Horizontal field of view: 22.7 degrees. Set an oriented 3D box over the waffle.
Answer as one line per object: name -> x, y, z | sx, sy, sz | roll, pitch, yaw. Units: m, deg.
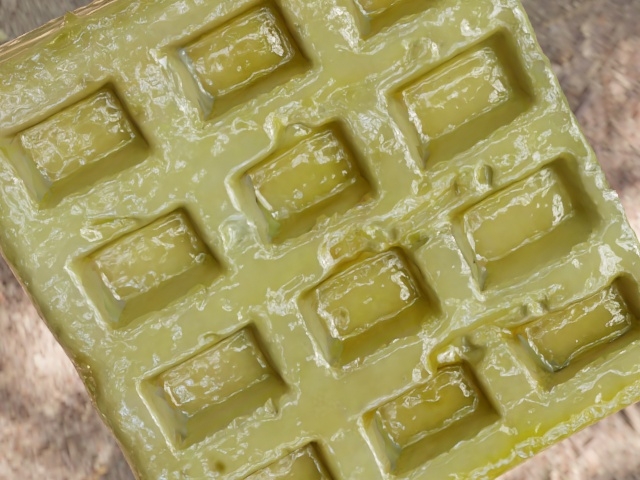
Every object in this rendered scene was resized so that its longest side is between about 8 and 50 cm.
waffle -> 0.000, 0.000, 0.618 | 0.221, 0.055, 0.248 | -28, 102, 4
